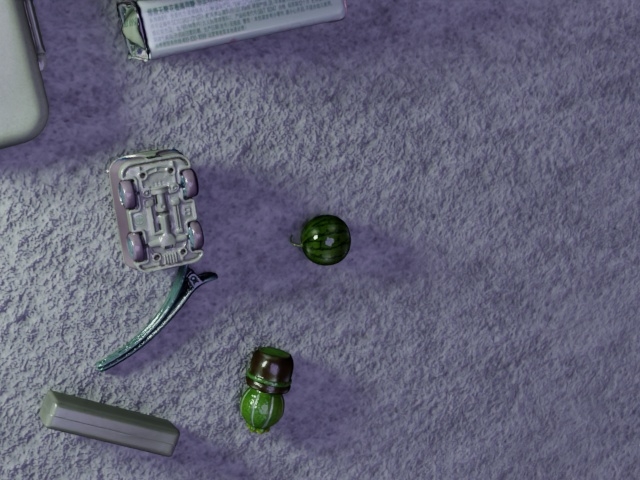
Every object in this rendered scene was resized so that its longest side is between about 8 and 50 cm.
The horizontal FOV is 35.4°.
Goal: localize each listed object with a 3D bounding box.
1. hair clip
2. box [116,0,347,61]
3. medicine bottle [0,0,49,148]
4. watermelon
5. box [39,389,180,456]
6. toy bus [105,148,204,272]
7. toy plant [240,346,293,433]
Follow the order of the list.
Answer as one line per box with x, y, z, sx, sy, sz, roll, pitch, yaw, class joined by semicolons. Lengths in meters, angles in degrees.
-0.306;0.146;1.852;0.083;0.048;0.275;42;85;-27;hair clip
-0.158;-0.392;1.724;0.370;0.190;0.112;-17;106;-16;box
-0.591;-0.321;1.603;0.282;0.123;0.375;-16;105;-19;medicine bottle
0.007;0.001;1.915;0.109;0.109;0.109;-4;102;-21;watermelon
-0.383;0.334;1.826;0.244;0.103;0.055;20;87;-23;box
-0.292;-0.057;1.762;0.142;0.142;0.202;-11;105;-19;toy bus
-0.105;0.292;1.934;0.093;0.093;0.162;9;97;-23;toy plant
